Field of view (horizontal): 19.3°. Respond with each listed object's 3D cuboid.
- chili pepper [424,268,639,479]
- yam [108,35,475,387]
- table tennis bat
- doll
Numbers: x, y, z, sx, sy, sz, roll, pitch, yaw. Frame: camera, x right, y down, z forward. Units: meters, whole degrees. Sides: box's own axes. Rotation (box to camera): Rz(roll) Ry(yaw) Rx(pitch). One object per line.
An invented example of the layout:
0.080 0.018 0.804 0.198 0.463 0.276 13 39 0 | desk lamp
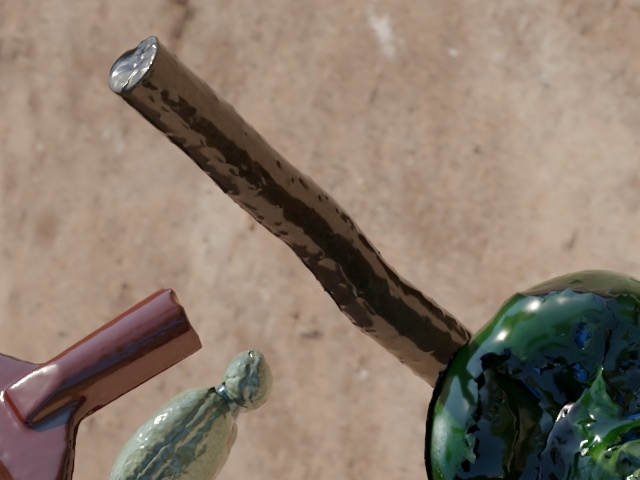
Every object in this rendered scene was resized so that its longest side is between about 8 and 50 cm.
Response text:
0.187 0.143 0.969 0.248 0.256 0.233 21 86 35 | chili pepper
0.000 0.000 1.015 0.045 0.327 0.045 -54 39 -8 | yam
-0.270 0.161 1.328 0.414 0.051 0.268 -31 48 -11 | table tennis bat
-0.113 0.167 1.459 0.214 0.071 0.103 -51 -2 4 | doll
